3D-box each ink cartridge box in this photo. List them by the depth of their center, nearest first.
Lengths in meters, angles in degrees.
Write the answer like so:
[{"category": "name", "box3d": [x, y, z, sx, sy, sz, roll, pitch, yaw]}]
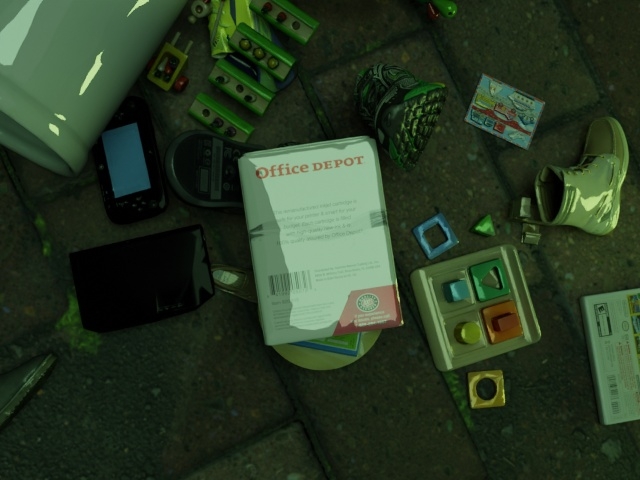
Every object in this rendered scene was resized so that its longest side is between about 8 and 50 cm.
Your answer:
[{"category": "ink cartridge box", "box3d": [0.000, 0.000, 1.298, 0.207, 0.117, 0.283, -8, 91, -1]}]

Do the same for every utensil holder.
[{"category": "utensil holder", "box3d": [-0.392, -0.339, 1.257, 0.327, 0.327, 0.385, 31, 77, -6]}]

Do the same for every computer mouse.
[{"category": "computer mouse", "box3d": [-0.144, -0.091, 1.373, 0.272, 0.072, 0.188, 14, 76, -40]}]

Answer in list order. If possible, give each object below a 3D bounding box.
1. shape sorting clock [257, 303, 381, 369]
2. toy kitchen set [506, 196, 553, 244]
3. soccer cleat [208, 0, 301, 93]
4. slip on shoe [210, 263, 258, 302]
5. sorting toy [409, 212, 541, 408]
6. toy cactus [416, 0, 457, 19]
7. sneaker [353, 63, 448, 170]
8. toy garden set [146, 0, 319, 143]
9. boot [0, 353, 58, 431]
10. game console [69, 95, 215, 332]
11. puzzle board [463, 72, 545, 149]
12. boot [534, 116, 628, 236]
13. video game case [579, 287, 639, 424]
[{"category": "shape sorting clock", "box3d": [0.002, 0.104, 1.385, 0.206, 0.040, 0.206, 0, 89, 6]}, {"category": "toy kitchen set", "box3d": [0.371, -0.031, 1.487, 0.083, 0.075, 0.068, 7, 84, -5]}, {"category": "soccer cleat", "box3d": [-0.148, -0.366, 1.418, 0.121, 0.093, 0.289, -34, 91, -5]}, {"category": "slip on shoe", "box3d": [-0.121, 0.069, 1.404, 0.135, 0.041, 0.051, 19, 81, -8]}, {"category": "sorting toy", "box3d": [0.269, 0.114, 1.469, 0.196, 0.047, 0.347, -16, 88, -11]}, {"category": "toy cactus", "box3d": [0.162, -0.474, 1.494, 0.180, 0.112, 0.219, -17, 90, 7]}, {"category": "sneaker", "box3d": [0.110, -0.202, 1.343, 0.146, 0.343, 0.134, 23, 104, 2]}, {"category": "toy garden set", "box3d": [-0.153, -0.296, 1.368, 0.204, 0.049, 0.244, 35, 112, 2]}, {"category": "boot", "box3d": [-0.535, 0.188, 1.310, 0.208, 0.076, 0.189, 42, 77, 3]}, {"category": "game console", "box3d": [-0.303, -0.046, 1.367, 0.213, 0.044, 0.361, -13, 83, -1]}, {"category": "puzzle board", "box3d": [0.328, -0.229, 1.532, 0.128, 0.011, 0.096, 24, 81, -8]}, {"category": "boot", "box3d": [0.446, -0.121, 1.482, 0.165, 0.077, 0.213, 8, 86, -35]}, {"category": "video game case", "box3d": [0.574, 0.197, 1.528, 0.206, 0.026, 0.227, -7, 85, -11]}]
